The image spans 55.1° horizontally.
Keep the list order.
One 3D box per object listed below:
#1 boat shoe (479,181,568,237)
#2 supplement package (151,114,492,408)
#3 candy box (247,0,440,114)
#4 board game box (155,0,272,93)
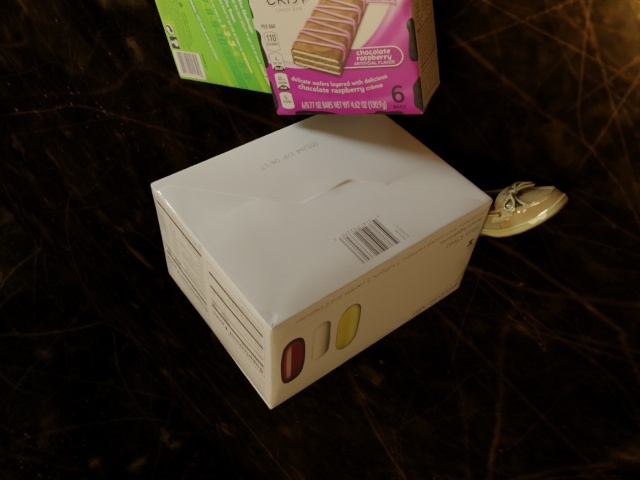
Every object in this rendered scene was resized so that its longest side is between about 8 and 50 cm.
[{"bbox_3d":[0.179,-0.036,0.631,0.048,0.056,0.153,58,154,-13],"label":"boat shoe"},{"bbox_3d":[0.000,0.000,0.632,0.204,0.262,0.145,46,150,29],"label":"supplement package"},{"bbox_3d":[0.015,-0.232,0.555,0.159,0.071,0.233,5,130,25],"label":"candy box"},{"bbox_3d":[-0.087,-0.237,0.718,0.259,0.039,0.124,20,138,35],"label":"board game box"}]
